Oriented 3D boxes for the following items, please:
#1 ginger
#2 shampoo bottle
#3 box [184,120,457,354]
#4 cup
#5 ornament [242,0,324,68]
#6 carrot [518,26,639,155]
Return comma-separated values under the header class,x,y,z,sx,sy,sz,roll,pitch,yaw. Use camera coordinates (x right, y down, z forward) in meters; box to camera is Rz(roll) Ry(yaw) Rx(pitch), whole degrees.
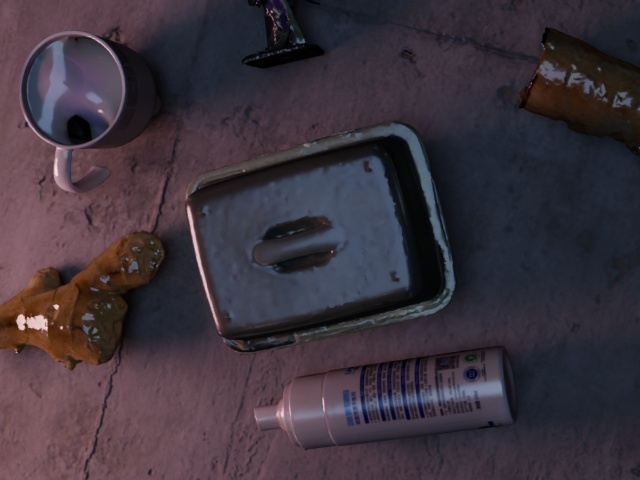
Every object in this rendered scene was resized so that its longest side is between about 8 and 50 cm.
class,x,y,z,sx,sy,sz,roll,pitch,yaw
ginger,-0.335,0.095,1.449,0.334,0.081,0.147,-16,84,15
shampoo bottle,0.069,0.187,1.337,0.303,0.092,0.092,-11,90,15
box,0.000,0.000,1.308,0.291,0.166,0.220,-15,89,17
cup,-0.259,-0.155,1.384,0.134,0.142,0.173,-17,88,15
ornament,-0.049,-0.305,1.350,0.081,0.088,0.203,-4,90,14
carrot,0.344,-0.141,1.246,0.263,0.102,0.101,23,98,12
